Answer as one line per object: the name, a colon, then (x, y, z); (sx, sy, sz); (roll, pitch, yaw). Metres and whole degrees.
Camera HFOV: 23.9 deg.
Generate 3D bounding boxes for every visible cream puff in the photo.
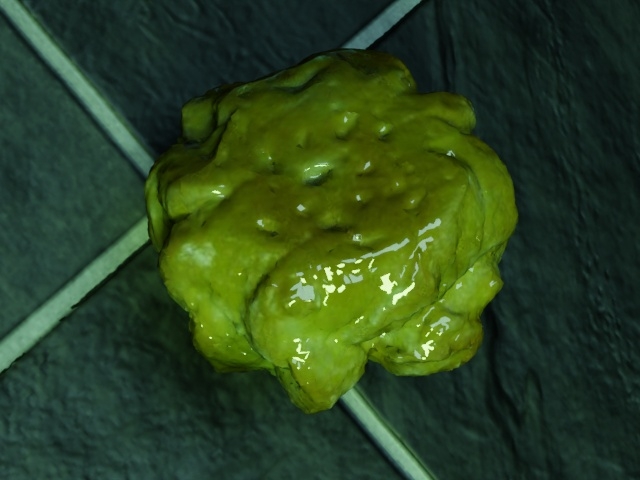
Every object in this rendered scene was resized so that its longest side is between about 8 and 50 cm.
cream puff: (0.003, -0.007, 0.969); (0.244, 0.244, 0.196); (-33, 122, -31)
